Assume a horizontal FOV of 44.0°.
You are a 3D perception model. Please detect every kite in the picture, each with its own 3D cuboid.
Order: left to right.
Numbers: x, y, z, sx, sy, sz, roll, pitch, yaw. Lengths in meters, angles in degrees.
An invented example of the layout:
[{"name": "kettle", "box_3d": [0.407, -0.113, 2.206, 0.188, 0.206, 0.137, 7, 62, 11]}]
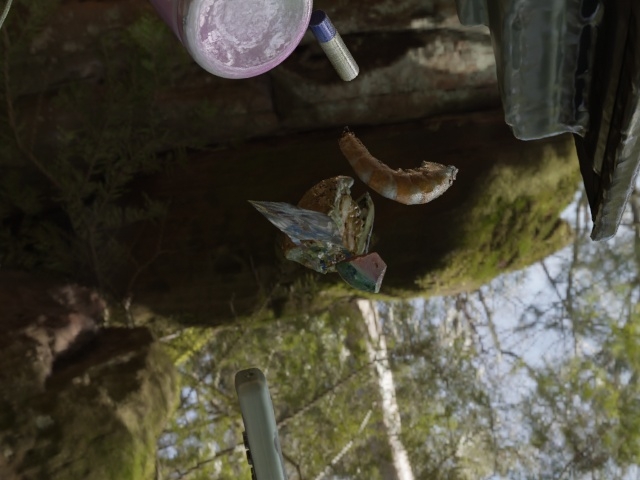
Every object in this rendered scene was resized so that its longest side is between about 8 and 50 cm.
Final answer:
[{"name": "kite", "box_3d": [-0.001, 0.002, 1.503, 0.169, 0.310, 0.015, 8, -111, 32]}]

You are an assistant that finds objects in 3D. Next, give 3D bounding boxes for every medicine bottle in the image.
[{"name": "medicine bottle", "box_3d": [-0.172, -0.418, 1.232, 0.212, 0.212, 0.325, -19, -133, -21]}, {"name": "medicine bottle", "box_3d": [0.035, -0.518, 2.118, 0.059, 0.231, 0.059, -12, -122, 20]}]

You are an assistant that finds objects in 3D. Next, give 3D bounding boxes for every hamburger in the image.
[{"name": "hamburger", "box_3d": [0.013, -0.027, 2.010, 0.192, 0.167, 0.288, -18, -141, 29]}]

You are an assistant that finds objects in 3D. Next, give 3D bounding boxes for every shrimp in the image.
[{"name": "shrimp", "box_3d": [0.165, -0.155, 1.809, 0.287, 0.068, 0.185, 19, -142, 2]}]

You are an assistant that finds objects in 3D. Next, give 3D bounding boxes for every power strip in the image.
[{"name": "power strip", "box_3d": [0.120, -0.150, 0.436, 0.092, 0.251, 0.257, -6, -112, 5]}]

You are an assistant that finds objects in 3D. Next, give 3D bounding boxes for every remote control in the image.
[{"name": "remote control", "box_3d": [-0.080, 0.347, 1.205, 0.056, 0.296, 0.140, -11, -177, -6]}]

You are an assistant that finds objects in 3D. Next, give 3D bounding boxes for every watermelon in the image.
[{"name": "watermelon", "box_3d": [0.069, 0.049, 1.400, 0.084, 0.092, 0.072, 1, -118, 28]}]

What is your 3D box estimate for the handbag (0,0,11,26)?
[{"name": "handbag", "box_3d": [-0.601, -0.383, 1.261, 0.219, 0.079, 0.256, 6, -110, -3]}]
